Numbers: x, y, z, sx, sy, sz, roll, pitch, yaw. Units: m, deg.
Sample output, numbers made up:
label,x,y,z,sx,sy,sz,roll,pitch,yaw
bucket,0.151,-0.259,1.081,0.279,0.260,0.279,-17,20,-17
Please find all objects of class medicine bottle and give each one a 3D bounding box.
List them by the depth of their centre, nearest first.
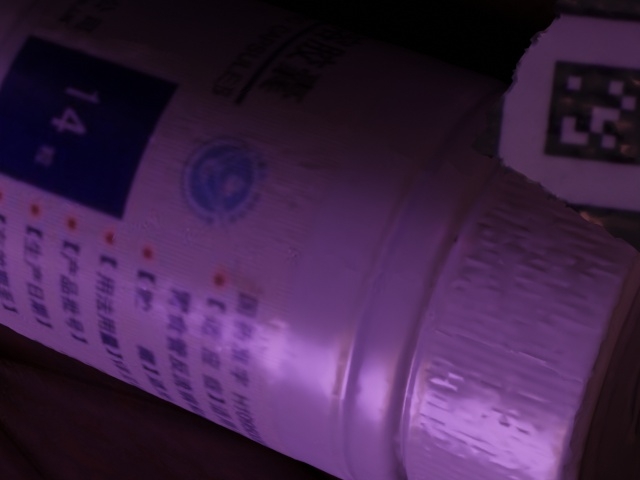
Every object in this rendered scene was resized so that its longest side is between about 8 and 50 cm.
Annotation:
label,x,y,z,sx,sy,sz,roll,pitch,yaw
medicine bottle,0.000,0.000,0.671,0.332,0.190,0.190,21,149,21

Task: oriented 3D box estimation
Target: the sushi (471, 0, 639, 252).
label,x,y,z,sx,sy,sz,roll,pitch,yaw
sushi,0.217,-0.083,0.361,0.264,0.050,0.290,32,111,0
